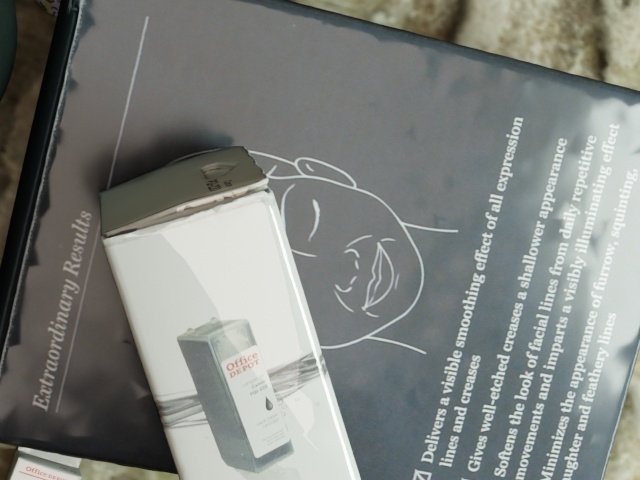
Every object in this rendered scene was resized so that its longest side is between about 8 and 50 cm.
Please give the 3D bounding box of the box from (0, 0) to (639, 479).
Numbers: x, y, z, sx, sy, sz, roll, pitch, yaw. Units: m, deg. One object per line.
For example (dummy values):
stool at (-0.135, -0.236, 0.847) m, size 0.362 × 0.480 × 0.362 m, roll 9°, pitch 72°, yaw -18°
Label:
box at (0.000, 0.000, 1.012) m, size 0.396 × 0.212 × 0.293 m, roll 13°, pitch 97°, yaw -14°

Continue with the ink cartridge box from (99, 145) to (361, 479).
ink cartridge box at (-0.045, 0.071, 0.824) m, size 0.092 × 0.158 × 0.217 m, roll -16°, pitch 102°, yaw -5°

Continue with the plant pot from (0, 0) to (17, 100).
plant pot at (-0.302, -0.126, 0.935) m, size 0.195 × 0.290 × 0.290 m, roll -18°, pitch 101°, yaw -47°

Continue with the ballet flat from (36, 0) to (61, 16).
ballet flat at (-0.191, -0.208, 1.048) m, size 0.041 × 0.041 × 0.114 m, roll -17°, pitch 99°, yaw -11°

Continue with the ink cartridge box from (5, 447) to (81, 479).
ink cartridge box at (-0.200, 0.180, 1.087) m, size 0.048 × 0.028 × 0.083 m, roll 20°, pitch 90°, yaw -14°
